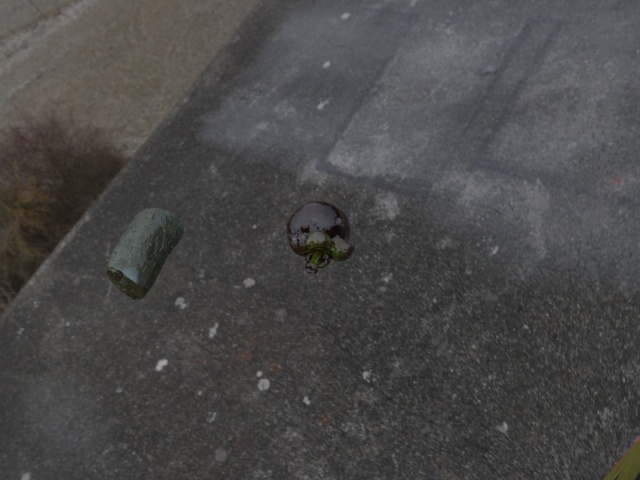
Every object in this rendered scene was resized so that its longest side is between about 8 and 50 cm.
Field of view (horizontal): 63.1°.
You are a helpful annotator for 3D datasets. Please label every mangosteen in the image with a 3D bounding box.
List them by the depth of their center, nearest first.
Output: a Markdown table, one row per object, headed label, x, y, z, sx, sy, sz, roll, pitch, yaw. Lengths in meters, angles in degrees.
| label | x | y | z | sx | sy | sz | roll | pitch | yaw |
| --- | --- | --- | --- | --- | --- | --- | --- | --- | --- |
| mangosteen | 0.003 | -0.010 | 1.299 | 0.172 | 0.172 | 0.184 | -38 | 63 | 4 |

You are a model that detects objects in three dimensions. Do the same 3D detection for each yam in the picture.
| label | x | y | z | sx | sy | sz | roll | pitch | yaw |
| --- | --- | --- | --- | --- | --- | --- | --- | --- | --- |
| yam | -0.352 | 0.025 | 1.029 | 0.107 | 0.107 | 0.183 | -13 | 40 | 24 |

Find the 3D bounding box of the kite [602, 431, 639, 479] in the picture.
| label | x | y | z | sx | sy | sz | roll | pitch | yaw |
| --- | --- | --- | --- | --- | --- | --- | --- | --- | --- |
| kite | 0.369 | 0.273 | 0.564 | 0.327 | 0.378 | 0.013 | -17 | 30 | -13 |
